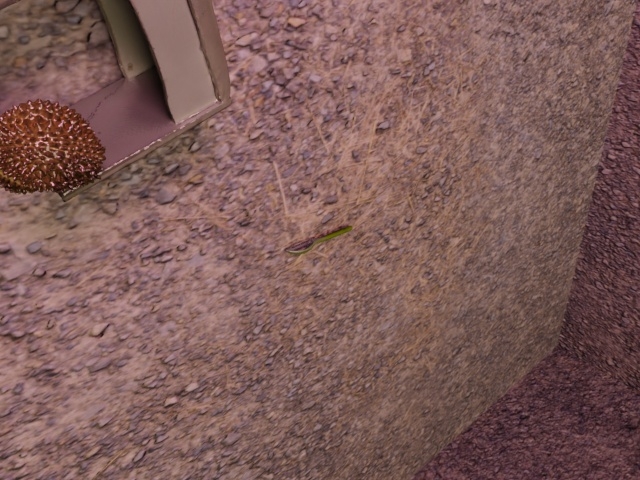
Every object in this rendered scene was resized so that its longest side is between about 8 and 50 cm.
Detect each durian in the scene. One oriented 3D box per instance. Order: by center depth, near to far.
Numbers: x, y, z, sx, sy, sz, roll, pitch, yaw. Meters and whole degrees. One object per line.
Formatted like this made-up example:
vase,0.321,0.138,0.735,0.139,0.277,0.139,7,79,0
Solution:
durian,-0.281,-0.086,0.590,0.140,0.071,0.110,-1,127,-57

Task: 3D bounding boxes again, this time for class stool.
stool,-0.276,-0.236,0.654,0.270,0.170,0.243,-36,147,-20

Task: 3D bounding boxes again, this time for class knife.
knife,0.000,0.000,1.203,0.184,0.022,0.026,-22,102,-32
